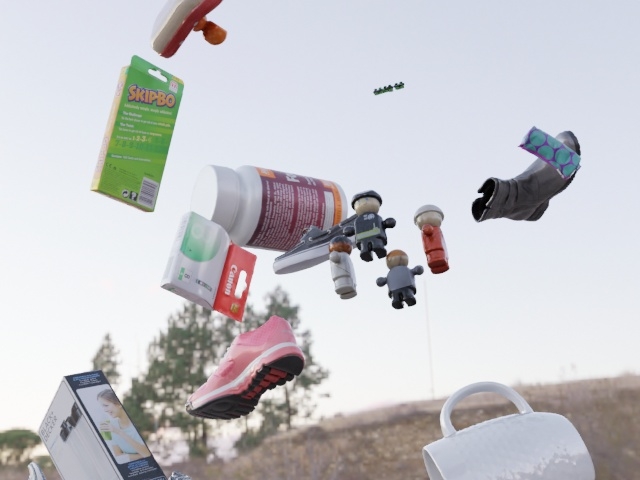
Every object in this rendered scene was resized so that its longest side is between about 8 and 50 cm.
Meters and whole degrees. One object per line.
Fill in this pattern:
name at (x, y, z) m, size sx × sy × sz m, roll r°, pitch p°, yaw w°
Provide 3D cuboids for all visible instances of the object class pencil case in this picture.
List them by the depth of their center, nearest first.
pencil case at (0.560, -0.213, 2.083) m, size 0.152 × 0.070 × 0.064 m, roll 35°, pitch -15°, yaw 3°

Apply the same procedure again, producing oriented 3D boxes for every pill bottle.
pill bottle at (-0.142, -0.085, 2.354) m, size 0.392 × 0.224 × 0.224 m, roll 9°, pitch -19°, yaw -30°

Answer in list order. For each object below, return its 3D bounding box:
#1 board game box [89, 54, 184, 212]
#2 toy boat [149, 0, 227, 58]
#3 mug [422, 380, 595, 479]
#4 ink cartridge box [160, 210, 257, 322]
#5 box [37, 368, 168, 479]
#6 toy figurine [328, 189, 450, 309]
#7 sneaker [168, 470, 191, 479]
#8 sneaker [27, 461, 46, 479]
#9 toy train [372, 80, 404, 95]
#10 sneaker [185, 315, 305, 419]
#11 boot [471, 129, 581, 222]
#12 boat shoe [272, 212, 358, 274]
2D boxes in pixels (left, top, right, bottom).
board game box at (-0.325, -0.191, 1.536) m, size 0.039 × 0.259 × 0.124 m, roll 1°, pitch -16°, yaw 44°
toy boat at (-0.280, -0.504, 1.965) m, size 0.151 × 0.151 × 0.231 m, roll 28°, pitch -51°, yaw -25°
mug at (0.421, 0.501, 1.982) m, size 0.328 × 0.374 × 0.276 m, roll -21°, pitch -30°, yaw -6°
ink cartridge box at (-0.236, 0.063, 1.933) m, size 0.225 × 0.181 × 0.056 m, roll 28°, pitch -29°, yaw -30°
box at (-0.412, 0.406, 1.604) m, size 0.087 × 0.290 × 0.169 m, roll -3°, pitch -46°, yaw -47°
toy figurine at (0.125, 0.017, 1.646) m, size 0.213 × 0.148 × 0.209 m, roll 9°, pitch -39°, yaw -20°
sneaker at (-0.288, 0.490, 1.709) m, size 0.040 × 0.043 × 0.109 m, roll 19°, pitch -3°, yaw 7°
sneaker at (-0.635, 0.550, 1.897) m, size 0.058 × 0.135 × 0.052 m, roll -24°, pitch -46°, yaw -17°
toy train at (0.174, -0.386, 2.179) m, size 0.083 × 0.017 × 0.024 m, roll -15°, pitch -12°, yaw 6°
sneaker at (-0.160, 0.269, 1.794) m, size 0.314 × 0.136 × 0.116 m, roll -35°, pitch -42°, yaw 25°
boot at (0.583, -0.169, 2.448) m, size 0.223 × 0.118 × 0.338 m, roll -1°, pitch -46°, yaw -25°
boat shoe at (0.000, 0.000, 1.777) m, size 0.229 × 0.076 × 0.080 m, roll -23°, pitch -16°, yaw -2°
